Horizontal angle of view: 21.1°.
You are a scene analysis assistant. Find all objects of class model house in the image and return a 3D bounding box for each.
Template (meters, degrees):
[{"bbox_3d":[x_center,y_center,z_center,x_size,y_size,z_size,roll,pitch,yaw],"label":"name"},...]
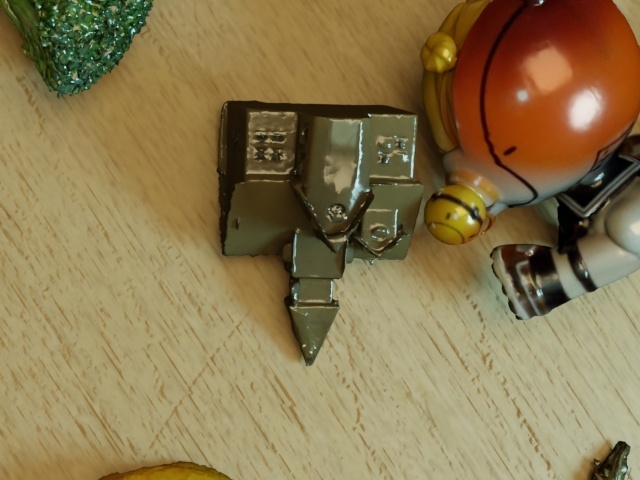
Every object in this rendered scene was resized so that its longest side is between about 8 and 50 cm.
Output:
[{"bbox_3d":[0.000,0.000,1.603,0.181,0.176,0.248,0,99,-10],"label":"model house"}]

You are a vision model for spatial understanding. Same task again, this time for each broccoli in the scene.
[{"bbox_3d":[-0.242,-0.247,1.570,0.194,0.194,0.219,48,35,-3],"label":"broccoli"}]

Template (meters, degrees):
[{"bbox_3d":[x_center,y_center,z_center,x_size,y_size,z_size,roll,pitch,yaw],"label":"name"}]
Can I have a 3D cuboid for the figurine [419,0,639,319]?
[{"bbox_3d":[0.221,-0.116,1.630,0.320,0.196,0.323,-41,109,-29],"label":"figurine"}]

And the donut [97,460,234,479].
[{"bbox_3d":[-0.134,0.317,1.537,0.253,0.118,0.253,4,66,-9],"label":"donut"}]

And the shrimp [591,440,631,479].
[{"bbox_3d":[0.221,0.265,1.670,0.148,0.035,0.195,25,78,-7],"label":"shrimp"}]
